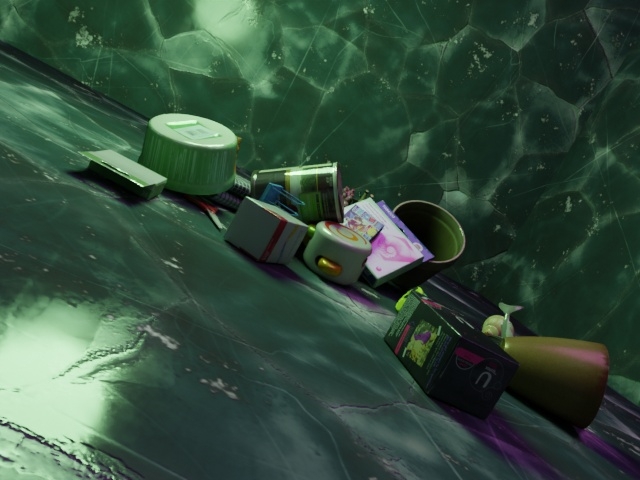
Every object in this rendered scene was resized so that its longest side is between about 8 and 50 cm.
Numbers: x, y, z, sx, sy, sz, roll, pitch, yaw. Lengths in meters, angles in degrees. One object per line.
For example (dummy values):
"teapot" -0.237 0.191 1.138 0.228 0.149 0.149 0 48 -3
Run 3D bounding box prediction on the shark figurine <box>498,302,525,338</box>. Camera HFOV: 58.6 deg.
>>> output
"shark figurine" 0.650 0.359 1.985 0.166 0.278 0.116 -11 -11 -34

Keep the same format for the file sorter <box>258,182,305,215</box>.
"file sorter" -0.138 -0.069 1.694 0.104 0.170 0.118 33 8 9

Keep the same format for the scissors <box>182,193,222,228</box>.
"scissors" -0.314 -0.081 1.673 0.109 0.021 0.297 25 6 -43

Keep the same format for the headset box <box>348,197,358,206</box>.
"headset box" 0.072 -0.158 2.954 0.110 0.218 0.293 26 7 -36

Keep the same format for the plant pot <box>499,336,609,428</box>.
"plant pot" 0.619 0.361 1.574 0.254 0.237 0.237 17 5 10

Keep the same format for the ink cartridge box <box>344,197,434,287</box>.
"ink cartridge box" 0.223 -0.015 2.123 0.330 0.071 0.324 -24 62 -32

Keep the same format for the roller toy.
"roller toy" 0.051 0.043 1.746 0.191 0.146 0.209 13 21 -35

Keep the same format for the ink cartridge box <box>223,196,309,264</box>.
"ink cartridge box" -0.140 -0.022 1.515 0.128 0.127 0.176 32 8 23

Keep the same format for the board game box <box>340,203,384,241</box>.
"board game box" 0.118 -0.032 2.030 0.136 0.035 0.201 38 52 13

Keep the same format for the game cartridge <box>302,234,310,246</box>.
"game cartridge" -0.043 -0.057 2.076 0.324 0.052 0.285 50 13 16

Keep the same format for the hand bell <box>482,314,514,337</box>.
"hand bell" 0.604 0.350 2.087 0.126 0.126 0.242 34 22 34

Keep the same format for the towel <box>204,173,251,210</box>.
"towel" -0.344 -0.206 2.038 0.283 0.121 0.235 35 8 41

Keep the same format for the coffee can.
"coffee can" -0.070 -0.142 1.850 0.275 0.201 0.201 -5 4 7

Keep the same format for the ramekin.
"ramekin" -0.401 -0.275 1.758 0.303 0.148 0.303 13 28 -7

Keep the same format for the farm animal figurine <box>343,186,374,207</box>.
"farm animal figurine" 0.138 -0.085 2.673 0.330 0.172 0.327 -8 53 -35

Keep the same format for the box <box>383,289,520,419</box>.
"box" 0.278 0.241 1.260 0.165 0.143 0.270 26 8 -19

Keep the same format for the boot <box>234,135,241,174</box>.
"boot" -0.362 -0.307 2.268 0.283 0.220 0.109 30 7 2

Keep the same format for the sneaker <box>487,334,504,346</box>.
"sneaker" 0.566 0.355 1.845 0.118 0.083 0.222 26 9 -22

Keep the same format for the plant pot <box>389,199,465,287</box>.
"plant pot" 0.393 0.041 2.364 0.323 0.280 0.323 9 51 -11

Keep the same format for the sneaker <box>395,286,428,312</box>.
"sneaker" 0.327 0.237 1.762 0.123 0.109 0.295 51 -3 -22

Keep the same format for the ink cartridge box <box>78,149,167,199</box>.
"ink cartridge box" -0.491 -0.162 1.412 0.171 0.056 0.235 28 10 -6
